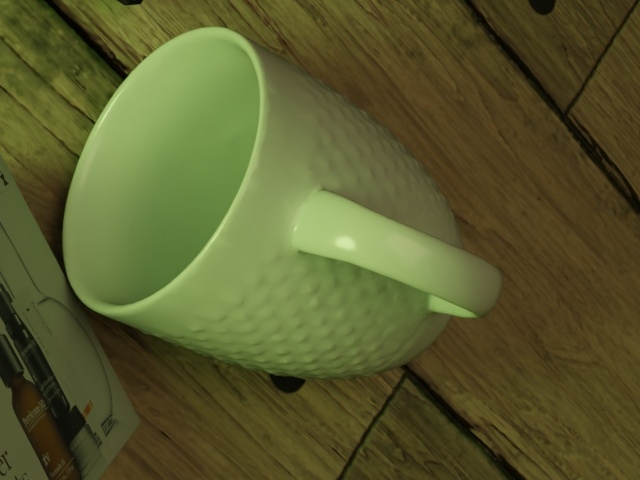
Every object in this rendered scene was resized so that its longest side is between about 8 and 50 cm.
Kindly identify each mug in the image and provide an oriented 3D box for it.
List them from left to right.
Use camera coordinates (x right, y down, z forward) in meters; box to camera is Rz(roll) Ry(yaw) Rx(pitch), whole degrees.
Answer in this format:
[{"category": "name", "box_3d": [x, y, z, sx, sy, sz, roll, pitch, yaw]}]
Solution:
[{"category": "mug", "box_3d": [0.000, 0.000, 1.228, 0.328, 0.374, 0.276, 27, 82, -38]}]

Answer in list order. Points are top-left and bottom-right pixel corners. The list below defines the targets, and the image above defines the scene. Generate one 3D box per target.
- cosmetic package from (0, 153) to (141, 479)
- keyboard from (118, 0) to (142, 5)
[{"category": "cosmetic package", "box_3d": [-0.294, 0.112, 1.050, 0.284, 0.097, 0.377, 62, 16, -11]}, {"category": "keyboard", "box_3d": [-0.251, -0.386, 1.256, 0.317, 0.033, 0.202, 36, 76, -28]}]
